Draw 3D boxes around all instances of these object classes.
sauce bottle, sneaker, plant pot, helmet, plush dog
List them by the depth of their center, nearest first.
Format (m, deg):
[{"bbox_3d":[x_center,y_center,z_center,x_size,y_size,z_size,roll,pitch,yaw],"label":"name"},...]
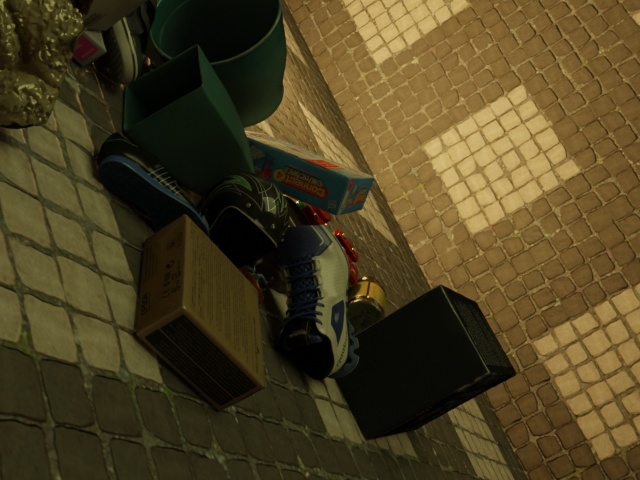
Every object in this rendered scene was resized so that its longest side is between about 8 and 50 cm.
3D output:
[{"bbox_3d":[-0.427,-0.296,1.074,0.225,0.210,0.262,21,29,-24],"label":"plush dog"},{"bbox_3d":[-0.261,-0.082,1.347,0.232,0.081,0.090,46,25,-37],"label":"sneaker"},{"bbox_3d":[-0.137,-0.045,1.532,0.169,0.162,0.169,53,15,-20],"label":"helmet"},{"bbox_3d":[-0.231,-0.202,1.570,0.234,0.166,0.165,55,13,-38],"label":"plant pot"},{"bbox_3d":[-0.363,-0.428,1.573,0.321,0.128,0.126,65,-30,27],"label":"sneaker"},{"bbox_3d":[-0.014,0.125,1.583,0.182,0.128,0.315,-17,93,-72],"label":"sneaker"},{"bbox_3d":[-0.189,-0.383,1.754,0.255,0.272,0.271,72,-5,-58],"label":"plant pot"},{"bbox_3d":[-0.089,-0.018,1.761,0.237,0.110,0.237,52,15,-20],"label":"plant pot"},{"bbox_3d":[0.113,0.157,2.077,0.111,0.111,0.344,57,11,-4],"label":"sauce bottle"}]

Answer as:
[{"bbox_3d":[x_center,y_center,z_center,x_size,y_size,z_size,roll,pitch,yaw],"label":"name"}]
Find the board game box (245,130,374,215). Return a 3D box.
[{"bbox_3d":[-0.054,-0.157,1.891,0.302,0.086,0.308,23,9,11],"label":"board game box"}]

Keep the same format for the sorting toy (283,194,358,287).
[{"bbox_3d":[0.000,0.000,2.074,0.255,0.089,0.257,55,14,-15],"label":"sorting toy"}]

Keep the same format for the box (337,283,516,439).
[{"bbox_3d":[0.237,0.276,1.876,0.212,0.294,0.395,63,15,19],"label":"box"}]

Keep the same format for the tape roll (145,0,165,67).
[{"bbox_3d":[-0.371,-0.523,1.943,0.392,0.072,0.392,54,15,-21],"label":"tape roll"}]

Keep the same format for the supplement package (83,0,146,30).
[{"bbox_3d":[-0.382,-0.504,1.338,0.262,0.198,0.199,58,14,-4],"label":"supplement package"}]

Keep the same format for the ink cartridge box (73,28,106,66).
[{"bbox_3d":[-0.488,-0.442,1.376,0.311,0.065,0.185,43,20,-53],"label":"ink cartridge box"}]

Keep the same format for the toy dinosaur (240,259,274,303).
[{"bbox_3d":[-0.131,0.061,1.592,0.082,0.047,0.090,33,33,-20],"label":"toy dinosaur"}]

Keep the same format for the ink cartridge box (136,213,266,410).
[{"bbox_3d":[-0.174,0.103,1.238,0.193,0.088,0.234,52,14,-31],"label":"ink cartridge box"}]
